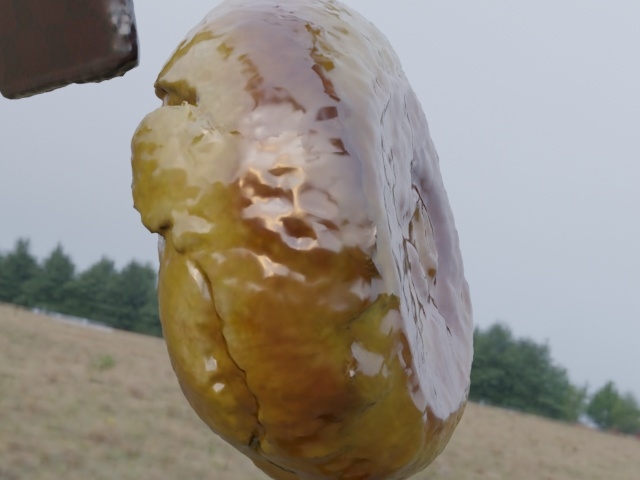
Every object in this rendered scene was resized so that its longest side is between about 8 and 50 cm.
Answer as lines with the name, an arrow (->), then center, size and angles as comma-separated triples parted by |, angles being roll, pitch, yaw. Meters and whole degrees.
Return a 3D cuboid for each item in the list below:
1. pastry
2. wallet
pastry -> 0.000, 0.000, 0.816 | 0.163, 0.356, 0.356 | -13, -13, 15
wallet -> -0.203, -0.221, 0.861 | 0.182, 0.229, 0.049 | -5, 8, 43
